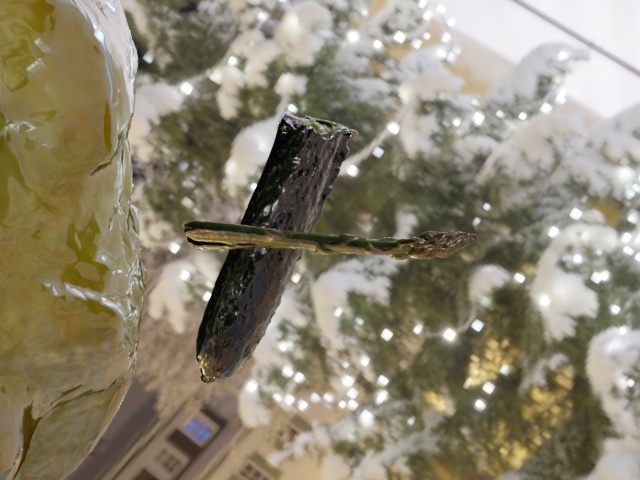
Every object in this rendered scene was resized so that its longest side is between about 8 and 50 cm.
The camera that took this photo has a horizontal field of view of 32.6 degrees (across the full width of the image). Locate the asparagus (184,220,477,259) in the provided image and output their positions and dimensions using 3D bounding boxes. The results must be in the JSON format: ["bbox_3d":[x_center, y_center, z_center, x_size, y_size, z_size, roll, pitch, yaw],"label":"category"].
[{"bbox_3d":[0.000,0.000,0.774,0.022,0.233,0.023,6,-93,-61],"label":"asparagus"}]

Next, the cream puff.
[{"bbox_3d":[-0.184,0.038,0.433,0.323,0.274,0.270,-41,-51,-13],"label":"cream puff"}]

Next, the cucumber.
[{"bbox_3d":[-0.042,0.005,0.902,0.067,0.067,0.245,61,-129,-73],"label":"cucumber"}]
